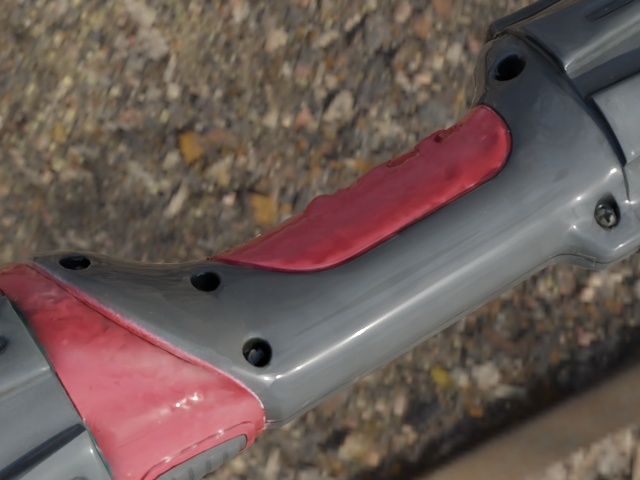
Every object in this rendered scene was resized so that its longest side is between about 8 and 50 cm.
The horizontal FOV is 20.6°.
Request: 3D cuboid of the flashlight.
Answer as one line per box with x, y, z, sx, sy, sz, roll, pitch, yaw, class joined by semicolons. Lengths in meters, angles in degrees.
0.000;0.000;0.603;0.304;0.103;0.103;-31;120;-16;flashlight
